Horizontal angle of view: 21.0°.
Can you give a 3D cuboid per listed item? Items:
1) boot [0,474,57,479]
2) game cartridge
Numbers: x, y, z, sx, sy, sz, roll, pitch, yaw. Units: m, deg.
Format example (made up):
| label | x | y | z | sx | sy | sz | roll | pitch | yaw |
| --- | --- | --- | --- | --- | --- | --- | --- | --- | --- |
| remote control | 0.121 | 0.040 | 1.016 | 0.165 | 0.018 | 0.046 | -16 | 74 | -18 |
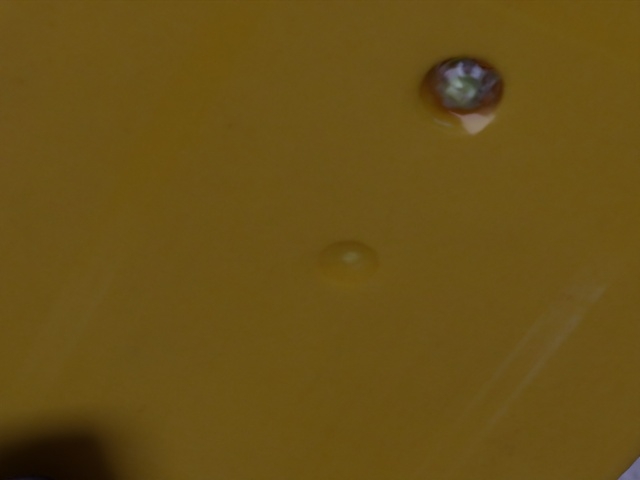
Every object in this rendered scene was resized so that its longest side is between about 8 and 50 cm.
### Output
| label | x | y | z | sx | sy | sz | roll | pitch | yaw |
| --- | --- | --- | --- | --- | --- | --- | --- | --- | --- |
| boot | -0.166 | 0.169 | 0.673 | 0.248 | 0.090 | 0.207 | -19 | 143 | 10 |
| game cartridge | 0.008 | -0.008 | 0.576 | 0.285 | 0.053 | 0.324 | 20 | 130 | -18 |
